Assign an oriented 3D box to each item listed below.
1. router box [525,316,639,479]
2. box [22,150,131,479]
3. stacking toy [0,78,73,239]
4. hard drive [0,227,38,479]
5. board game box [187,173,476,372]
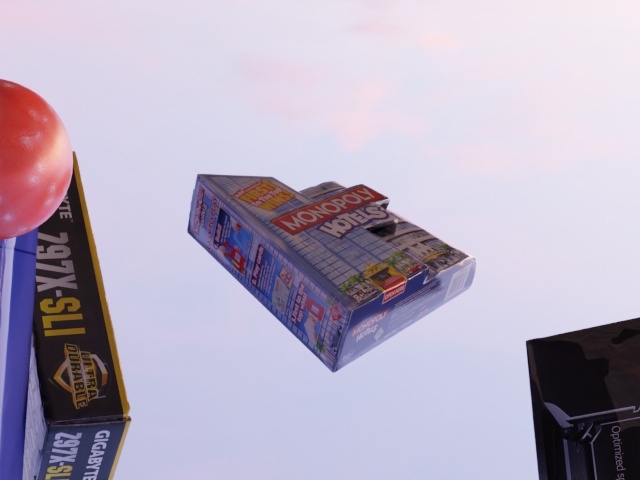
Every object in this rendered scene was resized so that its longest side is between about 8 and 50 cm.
[{"bbox_3d":[0.297,0.207,0.854,0.243,0.309,0.081,-16,153,32],"label":"router box"},{"bbox_3d":[-0.268,0.110,1.079,0.079,0.257,0.322,-3,-130,-22],"label":"box"},{"bbox_3d":[-0.300,-0.044,0.629,0.330,0.141,0.141,-4,-155,13],"label":"stacking toy"},{"bbox_3d":[-0.248,0.137,0.824,0.040,0.319,0.210,4,177,-9],"label":"hard drive"},{"bbox_3d":[0.000,0.000,0.876,0.194,0.060,0.194,31,-146,26],"label":"board game box"}]
